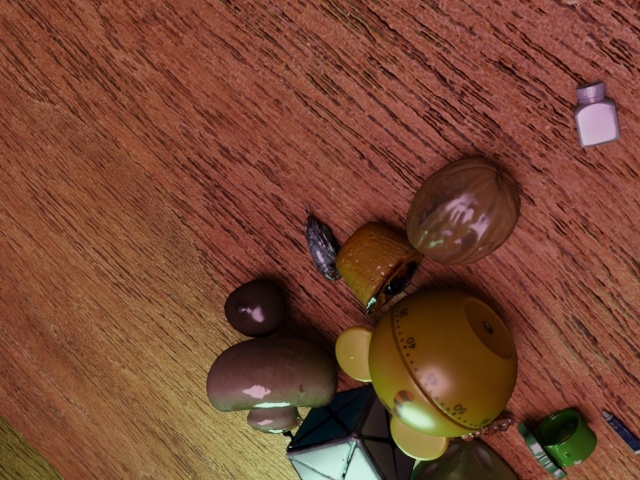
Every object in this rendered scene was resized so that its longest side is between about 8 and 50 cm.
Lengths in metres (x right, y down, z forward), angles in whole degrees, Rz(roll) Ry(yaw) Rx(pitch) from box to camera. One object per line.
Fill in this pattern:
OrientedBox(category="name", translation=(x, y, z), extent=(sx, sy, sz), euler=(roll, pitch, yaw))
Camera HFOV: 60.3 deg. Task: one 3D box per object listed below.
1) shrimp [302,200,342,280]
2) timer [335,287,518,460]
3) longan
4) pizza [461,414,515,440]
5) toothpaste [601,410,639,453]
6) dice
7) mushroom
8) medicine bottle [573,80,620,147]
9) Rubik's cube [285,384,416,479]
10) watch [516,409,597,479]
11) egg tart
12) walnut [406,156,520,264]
OrientedBox(category="shrimp", translation=(0.000, 0.000, 1.446), extent=(0.232, 0.079, 0.090), euler=(65, 159, -6))
OrientedBox(category="timer", translation=(0.252, 0.301, 1.304), extent=(0.376, 0.376, 0.387), euler=(47, 119, -1))
OrientedBox(category="longan", translation=(-0.178, 0.193, 1.556), extent=(0.189, 0.189, 0.189), euler=(10, 116, 21))
OrientedBox(category="pizza", translation=(0.381, 0.474, 1.412), extent=(0.201, 0.193, 0.053), euler=(4, 89, 29))
OrientedBox(category="toothpaste", translation=(0.735, 0.465, 1.341), extent=(0.140, 0.021, 0.037), euler=(46, 122, -2))
OrientedBox(category="dice", translation=(0.378, 0.709, 1.479), extent=(0.254, 0.250, 0.252), euler=(46, 122, 1))
OrientedBox(category="mushroom", translation=(-0.131, 0.416, 1.515), extent=(0.363, 0.362, 0.294), euler=(-10, 75, 28))
OrientedBox(category="medicine bottle", translation=(0.544, -0.251, 1.090), extent=(0.074, 0.055, 0.117), euler=(-11, 108, 29))
OrientedBox(category="Rubik's cube", translation=(0.097, 0.590, 1.558), extent=(0.260, 0.259, 0.254), euler=(-23, 102, 27))
OrientedBox(category="watch", translation=(0.586, 0.483, 1.364), extent=(0.152, 0.165, 0.131), euler=(-41, 90, 8))
OrientedBox(category="egg tart", translation=(0.143, 0.062, 1.341), extent=(0.171, 0.215, 0.215), euler=(40, 124, 21))
OrientedBox(category="walnut", translation=(0.307, -0.056, 1.199), extent=(0.225, 0.225, 0.260), euler=(36, 128, 7))
